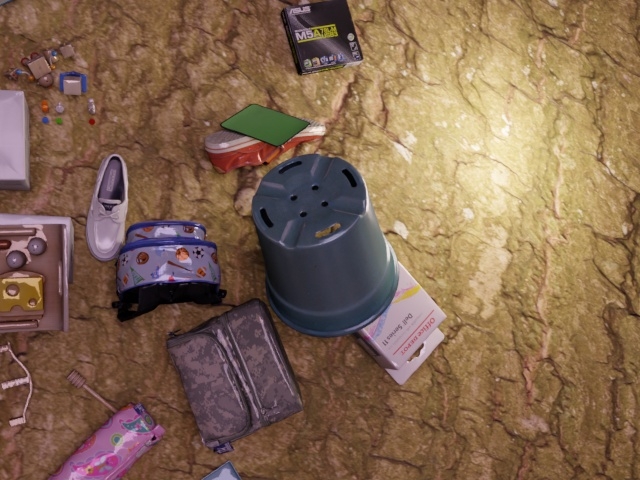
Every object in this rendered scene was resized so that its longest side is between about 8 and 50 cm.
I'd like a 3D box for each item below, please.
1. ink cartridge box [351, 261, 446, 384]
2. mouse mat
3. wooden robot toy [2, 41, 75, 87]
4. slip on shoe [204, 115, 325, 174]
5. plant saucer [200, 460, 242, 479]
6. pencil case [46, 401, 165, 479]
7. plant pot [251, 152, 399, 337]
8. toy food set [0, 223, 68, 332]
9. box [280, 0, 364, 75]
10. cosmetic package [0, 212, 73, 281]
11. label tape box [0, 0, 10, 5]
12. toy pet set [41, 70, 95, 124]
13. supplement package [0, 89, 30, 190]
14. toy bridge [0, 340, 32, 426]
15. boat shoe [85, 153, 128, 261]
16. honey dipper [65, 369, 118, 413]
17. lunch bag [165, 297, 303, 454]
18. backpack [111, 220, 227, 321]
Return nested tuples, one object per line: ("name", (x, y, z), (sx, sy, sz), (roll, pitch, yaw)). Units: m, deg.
("ink cartridge box", (0.181, 0.195, 1.804), (0.207, 0.119, 0.353), (-45, 98, -18))
("mouse mat", (-0.139, -0.293, 1.734), (0.189, 0.007, 0.152), (22, 42, 24))
("wooden robot toy", (-0.663, -0.408, 1.647), (0.173, 0.076, 0.079), (-35, 130, -19))
("slip on shoe", (-0.139, -0.250, 1.772), (0.331, 0.123, 0.101), (-19, 125, -25))
("plant saucer", (-0.285, 0.613, 1.658), (0.192, 0.018, 0.067), (-31, 93, -20))
("pencil case", (-0.488, 0.497, 1.551), (0.284, 0.124, 0.124), (-42, 97, -17))
("plant pot", (0.000, 0.000, 1.585), (0.341, 0.334, 0.341), (-5, 57, 8))
("toy food set", (-0.650, 0.081, 1.331), (0.306, 0.092, 0.220), (-1, 94, -17))
("box", (0.006, -0.558, 1.878), (0.190, 0.045, 0.184), (-15, 90, -20))
("cosmetic package", (-0.661, 0.021, 1.498), (0.224, 0.224, 0.138), (1, 84, -18))
("label tape box", (-0.739, -0.759, 1.604), (0.240, 0.106, 0.334), (-28, 96, -10))
("toy pet set", (-0.607, -0.345, 1.660), (0.122, 0.065, 0.114), (1, 118, -15))
("supplement package", (-0.792, -0.222, 1.527), (0.261, 0.145, 0.204), (-1, 84, -19))
("toy bridge", (-0.690, 0.321, 1.558), (0.063, 0.026, 0.188), (-11, 87, -21))
("boat shoe", (-0.508, -0.081, 1.633), (0.095, 0.084, 0.258), (2, 83, -18))
("honey dipper", (-0.525, 0.365, 1.606), (0.161, 0.030, 0.030), (45, 73, -12))
("lunch bag", (-0.203, 0.317, 1.629), (0.256, 0.212, 0.305), (-22, 90, -2))
("backpack", (-0.345, 0.062, 1.575), (0.276, 0.263, 0.213), (-8, 86, -18))
